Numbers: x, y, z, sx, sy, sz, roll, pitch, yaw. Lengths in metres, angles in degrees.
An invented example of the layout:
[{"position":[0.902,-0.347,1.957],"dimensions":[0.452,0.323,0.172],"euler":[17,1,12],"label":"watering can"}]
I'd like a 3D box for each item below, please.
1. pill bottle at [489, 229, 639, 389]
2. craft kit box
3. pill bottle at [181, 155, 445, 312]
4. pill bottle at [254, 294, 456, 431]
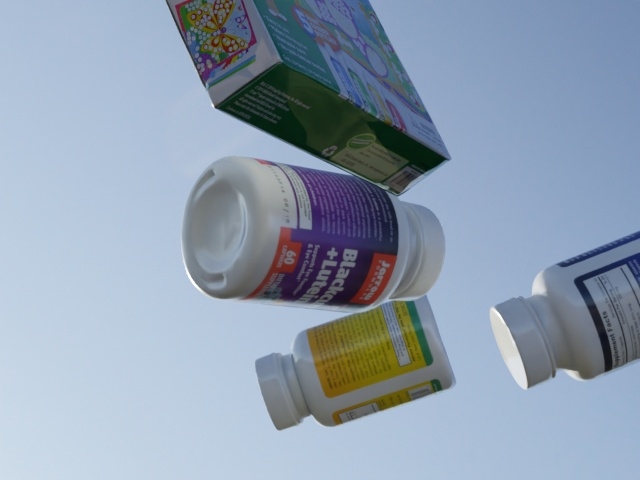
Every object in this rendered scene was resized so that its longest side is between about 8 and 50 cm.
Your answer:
[{"position":[0.221,0.052,1.095],"dimensions":[0.169,0.094,0.094],"euler":[-21,-33,-5],"label":"pill bottle"},{"position":[-0.032,-0.166,0.939],"dimensions":[0.061,0.246,0.250],"euler":[-36,-24,17],"label":"craft kit box"},{"position":[0.000,0.000,1.094],"dimensions":[0.193,0.108,0.108],"euler":[7,-17,-39],"label":"pill bottle"},{"position":[0.038,0.143,1.606],"dimensions":[0.208,0.117,0.117],"euler":[-19,-37,3],"label":"pill bottle"}]
